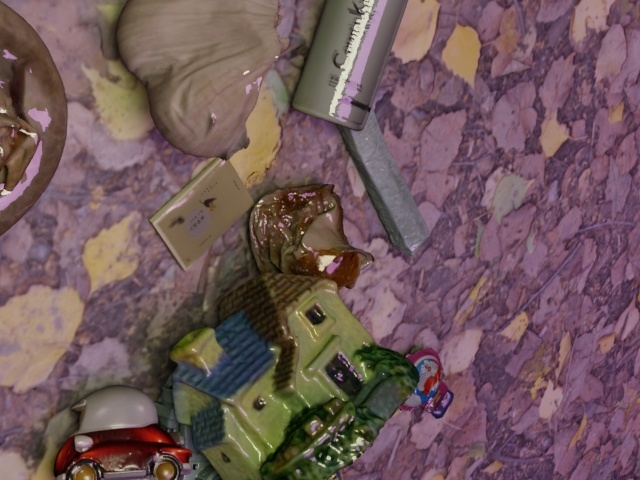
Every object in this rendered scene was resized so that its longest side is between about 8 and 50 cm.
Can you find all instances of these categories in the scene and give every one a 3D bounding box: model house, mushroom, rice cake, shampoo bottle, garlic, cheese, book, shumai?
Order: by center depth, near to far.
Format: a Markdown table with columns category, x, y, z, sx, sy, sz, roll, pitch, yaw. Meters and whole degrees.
| category | x | y | z | sx | sy | sz | roll | pitch | yaw |
| --- | --- | --- | --- | --- | --- | --- | --- | --- | --- |
| mushroom | -0.300 | -0.087 | 0.803 | 0.226 | 0.178 | 0.226 | -18 | 125 | -28 |
| garlic | -0.107 | -0.197 | 0.960 | 0.143 | 0.178 | 0.229 | 21 | 72 | -17 |
| model house | -0.046 | 0.142 | 1.085 | 0.189 | 0.195 | 0.214 | 52 | 53 | -5 |
| book | -0.123 | -0.030 | 1.118 | 0.111 | 0.014 | 0.077 | -46 | 133 | -20 |
| shampoo bottle | 0.049 | -0.253 | 1.133 | 0.085 | 0.085 | 0.262 | 13 | 98 | -47 |
| shumai | 0.000 | 0.004 | 1.179 | 0.146 | 0.116 | 0.145 | -20 | 119 | -42 |
| rice cake | 0.078 | -0.072 | 1.277 | 0.045 | 0.042 | 0.245 | -45 | 134 | -17 |
| cheese | 0.144 | 0.204 | 1.468 | 0.095 | 0.038 | 0.145 | -55 | 135 | -10 |

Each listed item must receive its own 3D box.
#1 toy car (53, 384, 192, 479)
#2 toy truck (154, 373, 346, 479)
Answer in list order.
| category | x | y | z | sx | sy | sz | roll | pitch | yaw |
| --- | --- | --- | --- | --- | --- | --- | --- | --- | --- |
| toy car | -0.202 | 0.204 | 1.077 | 0.139 | 0.112 | 0.112 | -3 | 72 | -9 |
| toy truck | -0.081 | 0.226 | 1.215 | 0.257 | 0.108 | 0.140 | 7 | 90 | -43 |
